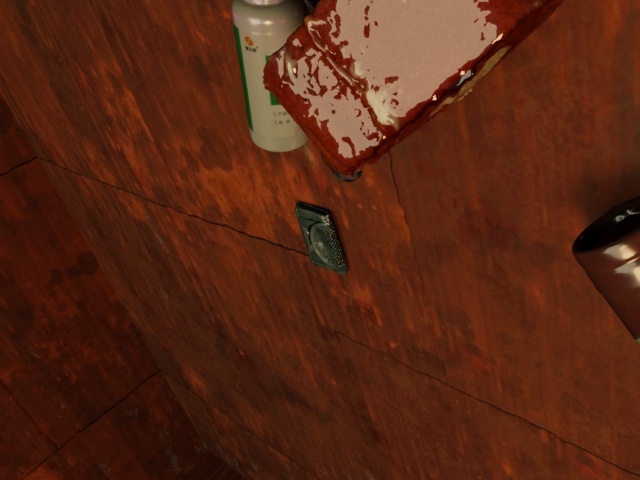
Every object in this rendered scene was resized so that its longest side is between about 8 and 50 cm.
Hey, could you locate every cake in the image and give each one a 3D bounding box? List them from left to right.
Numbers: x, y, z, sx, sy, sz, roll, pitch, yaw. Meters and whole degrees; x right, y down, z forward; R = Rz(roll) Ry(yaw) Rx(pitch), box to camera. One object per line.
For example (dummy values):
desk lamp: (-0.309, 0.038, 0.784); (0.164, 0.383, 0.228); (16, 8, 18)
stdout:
cake: (0.083, -0.188, 0.600); (0.151, 0.177, 0.283); (47, 129, -1)

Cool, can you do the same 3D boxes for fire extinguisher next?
fire extinguisher: (0.382, 0.126, 0.611); (0.102, 0.138, 0.344); (-34, 94, 38)

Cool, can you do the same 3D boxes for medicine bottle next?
medicine bottle: (-0.062, -0.242, 0.828); (0.095, 0.095, 0.260); (31, 146, 29)

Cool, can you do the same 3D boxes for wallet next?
wallet: (0.000, 0.000, 1.079); (0.088, 0.026, 0.129); (19, 138, 42)

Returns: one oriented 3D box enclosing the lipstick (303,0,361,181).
lipstick: (0.022, -0.240, 0.740); (0.077, 0.077, 0.419); (30, 146, 30)
